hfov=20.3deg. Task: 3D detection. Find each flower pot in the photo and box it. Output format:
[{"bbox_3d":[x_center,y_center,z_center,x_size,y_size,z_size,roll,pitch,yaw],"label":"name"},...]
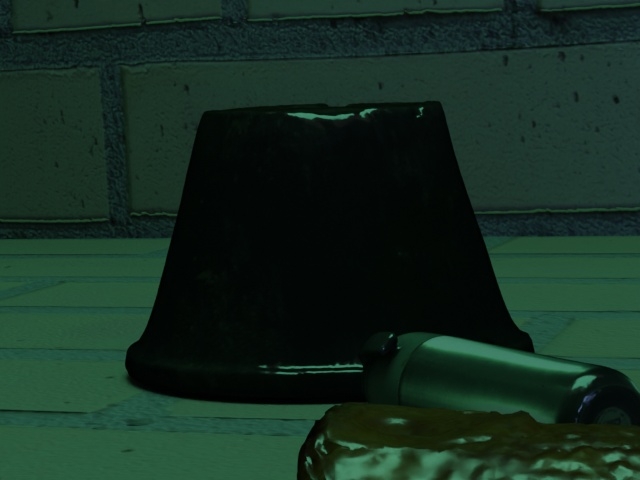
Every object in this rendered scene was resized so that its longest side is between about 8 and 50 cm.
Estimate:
[{"bbox_3d":[0.000,0.000,1.640,0.379,0.251,0.379,-1,7,0],"label":"flower pot"}]

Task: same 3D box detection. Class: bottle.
[{"bbox_3d":[0.114,0.107,1.236,0.096,0.079,0.253,45,-19,-25],"label":"bottle"}]

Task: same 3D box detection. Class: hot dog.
[{"bbox_3d":[0.126,0.134,0.757,0.272,0.122,0.196,3,8,10],"label":"hot dog"}]
